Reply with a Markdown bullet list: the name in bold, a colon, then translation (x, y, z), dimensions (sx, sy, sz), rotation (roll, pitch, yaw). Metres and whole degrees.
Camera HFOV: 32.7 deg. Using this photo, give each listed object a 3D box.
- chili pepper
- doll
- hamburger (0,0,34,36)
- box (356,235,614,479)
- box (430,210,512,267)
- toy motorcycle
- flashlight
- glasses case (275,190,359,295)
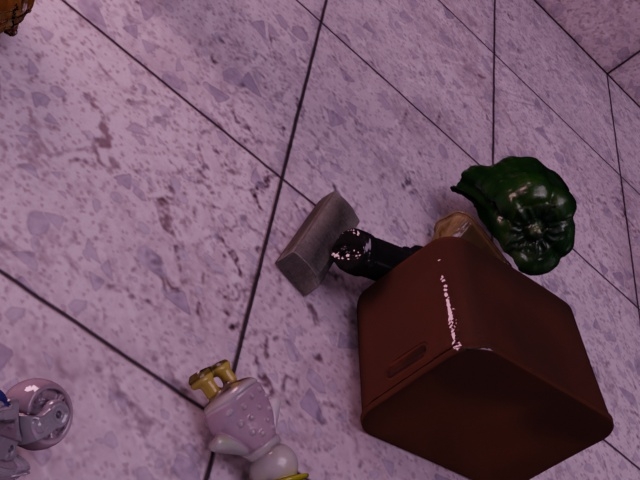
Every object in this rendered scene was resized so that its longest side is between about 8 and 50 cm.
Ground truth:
- **chili pepper**: translation (0.369, -0.068, 1.998), dimensions (0.213, 0.167, 0.385), rotation (49, 7, -11)
- **doll**: translation (-0.081, 0.239, 1.327), dimensions (0.129, 0.081, 0.207), rotation (-28, 85, -49)
- **hamburger**: translation (-0.465, -0.356, 1.374), dimensions (0.231, 0.107, 0.231), rotation (35, 41, -37)
- **box**: translation (0.235, 0.182, 1.633), dimensions (0.339, 0.239, 0.229), rotation (29, 38, -33)
- **box**: translation (0.268, 0.033, 1.934), dimensions (0.177, 0.111, 0.111), rotation (52, 33, -4)
- **toy motorcycle**: translation (-0.337, 0.193, 1.026), dimensions (0.254, 0.112, 0.112), rotation (-6, 65, -55)
- **flashlight**: translation (0.101, 0.037, 1.708), dimensions (0.232, 0.093, 0.093), rotation (18, 46, -52)
- **glasses case**: translation (0.000, 0.000, 1.678), dimensions (0.071, 0.047, 0.205), rotation (49, 33, -10)
